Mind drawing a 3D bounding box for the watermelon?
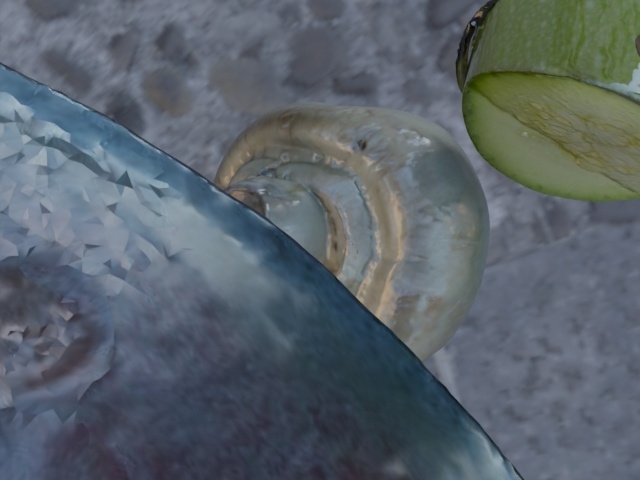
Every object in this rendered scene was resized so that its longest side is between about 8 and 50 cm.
[{"bbox_3d":[-0.081,0.104,0.332,0.318,0.148,0.226,41,46,1],"label":"watermelon"}]

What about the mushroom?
[{"bbox_3d":[0.000,0.000,1.490,0.234,0.260,0.254,-11,63,-46],"label":"mushroom"}]

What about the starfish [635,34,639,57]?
[{"bbox_3d":[0.103,-0.094,0.295,0.084,0.293,0.301,14,94,9],"label":"starfish"}]

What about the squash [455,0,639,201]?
[{"bbox_3d":[0.203,-0.091,1.353,0.220,0.220,0.133,26,54,-18],"label":"squash"}]
